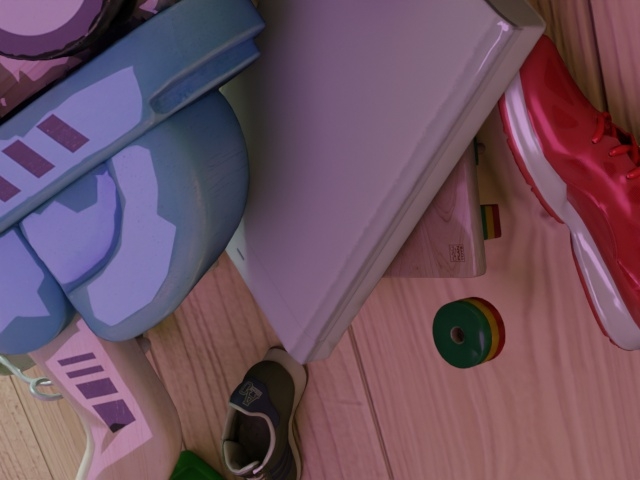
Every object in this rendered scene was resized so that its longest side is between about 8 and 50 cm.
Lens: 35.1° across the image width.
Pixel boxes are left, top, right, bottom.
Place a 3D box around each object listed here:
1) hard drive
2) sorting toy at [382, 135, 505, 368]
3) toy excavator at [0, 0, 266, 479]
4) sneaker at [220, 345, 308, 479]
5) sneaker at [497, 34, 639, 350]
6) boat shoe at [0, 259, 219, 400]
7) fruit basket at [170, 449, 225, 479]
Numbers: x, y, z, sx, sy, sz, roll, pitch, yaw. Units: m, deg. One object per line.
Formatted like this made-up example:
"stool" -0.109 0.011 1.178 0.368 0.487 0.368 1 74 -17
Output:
"hard drive" 0.007 -0.087 0.702 0.203 0.040 0.307 56 136 29
"sorting toy" 0.065 -0.051 0.715 0.132 0.046 0.274 -3 96 47
"toy excavator" -0.170 0.034 0.717 0.433 0.222 0.445 -33 97 15
"sneaker" -0.062 0.193 0.933 0.064 0.086 0.192 23 127 23
"sneaker" 0.205 -0.043 0.620 0.128 0.087 0.221 -19 110 36
"boat shoe" -0.209 0.078 0.933 0.367 0.136 0.156 -36 75 36
"fruit basket" -0.134 0.450 1.036 0.392 0.283 0.392 5 103 23
